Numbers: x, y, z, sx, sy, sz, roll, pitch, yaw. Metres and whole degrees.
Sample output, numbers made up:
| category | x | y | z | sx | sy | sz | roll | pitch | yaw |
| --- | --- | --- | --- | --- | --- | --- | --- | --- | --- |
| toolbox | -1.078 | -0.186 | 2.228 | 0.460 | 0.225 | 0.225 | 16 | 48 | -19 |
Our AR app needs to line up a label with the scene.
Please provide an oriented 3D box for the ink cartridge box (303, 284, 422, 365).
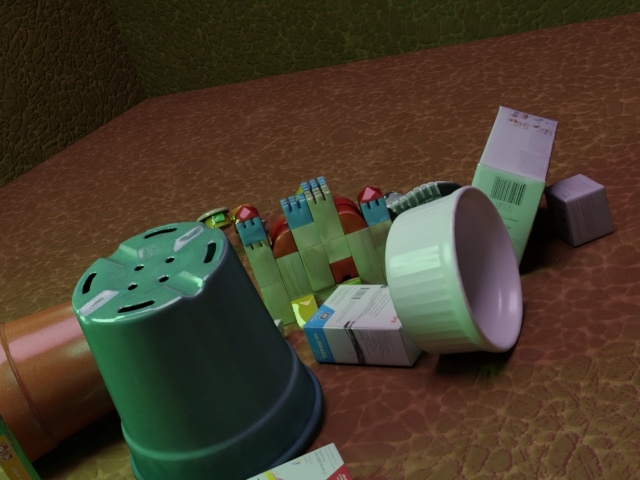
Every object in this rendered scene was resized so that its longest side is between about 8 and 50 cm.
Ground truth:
| category | x | y | z | sx | sy | sz | roll | pitch | yaw |
| --- | --- | --- | --- | --- | --- | --- | --- | --- | --- |
| ink cartridge box | 0.097 | 0.149 | 1.664 | 0.203 | 0.085 | 0.148 | -1 | 28 | 35 |

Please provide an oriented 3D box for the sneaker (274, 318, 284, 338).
| category | x | y | z | sx | sy | sz | roll | pitch | yaw |
| --- | --- | --- | --- | --- | --- | --- | --- | --- | --- |
| sneaker | -0.121 | 0.201 | 1.754 | 0.085 | 0.058 | 0.152 | -3 | 33 | 15 |

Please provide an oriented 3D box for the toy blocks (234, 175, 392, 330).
| category | x | y | z | sx | sy | sz | roll | pitch | yaw |
| --- | --- | --- | --- | --- | --- | --- | --- | --- | --- |
| toy blocks | 0.000 | 0.000 | 1.855 | 0.382 | 0.260 | 0.190 | -19 | 22 | -1 |

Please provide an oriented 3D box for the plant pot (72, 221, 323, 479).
| category | x | y | z | sx | sy | sz | roll | pitch | yaw |
| --- | --- | --- | --- | --- | --- | --- | --- | --- | --- |
| plant pot | -0.207 | 0.173 | 1.474 | 0.341 | 0.334 | 0.341 | -16 | 30 | 9 |

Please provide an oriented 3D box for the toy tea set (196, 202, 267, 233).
| category | x | y | z | sx | sy | sz | roll | pitch | yaw |
| --- | --- | --- | --- | --- | --- | --- | --- | --- | --- |
| toy tea set | -0.288 | 0.015 | 2.295 | 0.336 | 0.124 | 0.200 | -23 | -7 | -2 |

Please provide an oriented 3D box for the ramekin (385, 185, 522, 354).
| category | x | y | z | sx | sy | sz | roll | pitch | yaw |
| --- | --- | --- | --- | --- | --- | --- | --- | --- | --- |
| ramekin | 0.221 | 0.058 | 1.548 | 0.135 | 0.277 | 0.277 | -14 | 22 | 30 |

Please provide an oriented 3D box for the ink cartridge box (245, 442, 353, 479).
| category | x | y | z | sx | sy | sz | roll | pitch | yaw |
| --- | --- | --- | --- | --- | --- | --- | --- | --- | --- |
| ink cartridge box | -0.036 | 0.370 | 1.280 | 0.175 | 0.072 | 0.127 | -22 | 23 | -8 |

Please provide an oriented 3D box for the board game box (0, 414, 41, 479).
| category | x | y | z | sx | sy | sz | roll | pitch | yaw |
| --- | --- | --- | --- | --- | --- | --- | --- | --- | --- |
| board game box | -0.466 | 0.345 | 1.432 | 0.039 | 0.259 | 0.124 | -28 | 24 | -18 |

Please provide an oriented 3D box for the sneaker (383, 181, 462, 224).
| category | x | y | z | sx | sy | sz | roll | pitch | yaw |
| --- | --- | --- | --- | --- | --- | --- | --- | --- | --- |
| sneaker | 0.211 | -0.094 | 2.138 | 0.229 | 0.086 | 0.132 | -18 | 20 | 4 |

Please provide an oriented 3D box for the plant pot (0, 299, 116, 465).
| category | x | y | z | sx | sy | sz | roll | pitch | yaw |
| --- | --- | --- | --- | --- | --- | --- | --- | --- | --- |
| plant pot | -0.457 | 0.227 | 1.672 | 0.265 | 0.272 | 0.272 | -25 | 23 | -11 |

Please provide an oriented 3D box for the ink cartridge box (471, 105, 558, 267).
| category | x | y | z | sx | sy | sz | roll | pitch | yaw |
| --- | --- | --- | --- | --- | --- | --- | --- | --- | --- |
| ink cartridge box | 0.363 | -0.079 | 1.847 | 0.130 | 0.271 | 0.309 | 17 | 33 | 10 |

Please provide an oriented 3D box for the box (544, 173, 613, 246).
| category | x | y | z | sx | sy | sz | roll | pitch | yaw |
| --- | --- | --- | --- | --- | --- | --- | --- | --- | --- |
| box | 0.499 | -0.060 | 1.806 | 0.087 | 0.101 | 0.102 | -21 | 23 | -5 |
